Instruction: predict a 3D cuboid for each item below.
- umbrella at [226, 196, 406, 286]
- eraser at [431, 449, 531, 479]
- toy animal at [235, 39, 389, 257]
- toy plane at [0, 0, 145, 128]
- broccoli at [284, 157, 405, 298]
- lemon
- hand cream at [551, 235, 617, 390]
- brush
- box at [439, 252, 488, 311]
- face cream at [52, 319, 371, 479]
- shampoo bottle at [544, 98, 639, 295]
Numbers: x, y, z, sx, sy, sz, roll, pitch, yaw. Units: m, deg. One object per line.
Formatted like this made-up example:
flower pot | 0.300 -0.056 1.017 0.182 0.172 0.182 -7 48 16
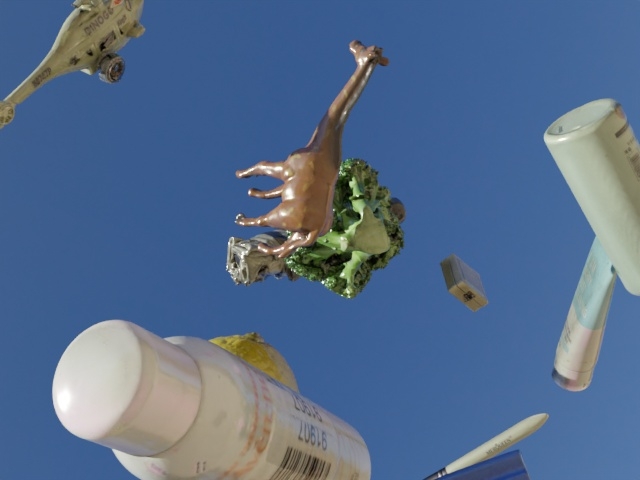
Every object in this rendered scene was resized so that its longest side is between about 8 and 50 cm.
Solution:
umbrella | 0.003 0.003 1.502 0.358 0.113 0.106 -18 -76 -24
eraser | 0.099 0.178 0.526 0.085 0.063 0.027 -22 -23 8
toy animal | -0.008 -0.105 0.980 0.066 0.230 0.224 16 -119 -47
toy plane | -0.309 -0.225 0.997 0.286 0.092 0.108 -53 -19 -28
broccoli | 0.037 -0.015 1.160 0.195 0.156 0.195 3 -95 -30
lemon | -0.155 0.303 1.461 0.267 0.267 0.267 -9 -72 -29
hand cream | 0.440 0.119 1.357 0.070 0.111 0.312 2 -54 4
brush | 0.195 0.324 1.166 0.299 0.039 0.042 -35 -63 12
box | 0.257 0.077 1.473 0.035 0.083 0.079 -39 -59 24
face cream | -0.050 0.113 0.479 0.082 0.082 0.269 -55 -32 -7
shampoo bottle | 0.341 -0.025 0.906 0.085 0.085 0.262 -38 -74 -18
